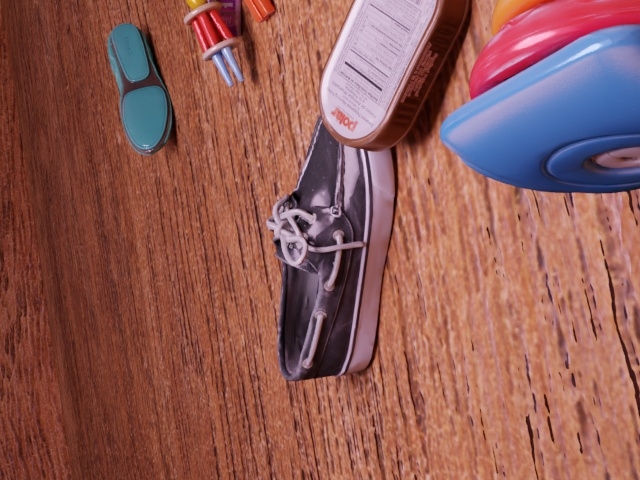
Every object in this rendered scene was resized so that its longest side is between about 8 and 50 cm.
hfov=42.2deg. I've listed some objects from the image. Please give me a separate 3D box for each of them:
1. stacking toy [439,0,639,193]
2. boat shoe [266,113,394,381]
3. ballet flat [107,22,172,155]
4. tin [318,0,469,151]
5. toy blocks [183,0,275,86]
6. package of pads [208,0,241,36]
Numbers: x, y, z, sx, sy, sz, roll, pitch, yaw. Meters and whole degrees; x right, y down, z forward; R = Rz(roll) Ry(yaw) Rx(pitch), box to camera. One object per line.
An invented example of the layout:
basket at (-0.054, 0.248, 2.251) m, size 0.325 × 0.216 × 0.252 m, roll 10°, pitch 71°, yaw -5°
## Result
stacking toy at (0.166, -0.188, 0.480) m, size 0.165 × 0.175 × 0.302 m, roll 156°, pitch 116°, yaw -62°
boat shoe at (-0.002, -0.001, 0.847) m, size 0.113 × 0.104 × 0.307 m, roll 37°, pitch 127°, yaw 53°
ballet flat at (-0.293, -0.240, 1.374) m, size 0.087 × 0.083 × 0.247 m, roll 91°, pitch 163°, yaw -71°
tin at (0.059, -0.169, 0.728) m, size 0.106 × 0.040 × 0.190 m, roll 48°, pitch 123°, yaw 41°
toy blocks at (-0.107, -0.276, 1.011) m, size 0.123 × 0.054 × 0.148 m, roll -26°, pitch 94°, yaw 24°
package of pads at (-0.129, -0.305, 1.070) m, size 0.032 × 0.050 × 0.083 m, roll 23°, pitch 115°, yaw 58°
